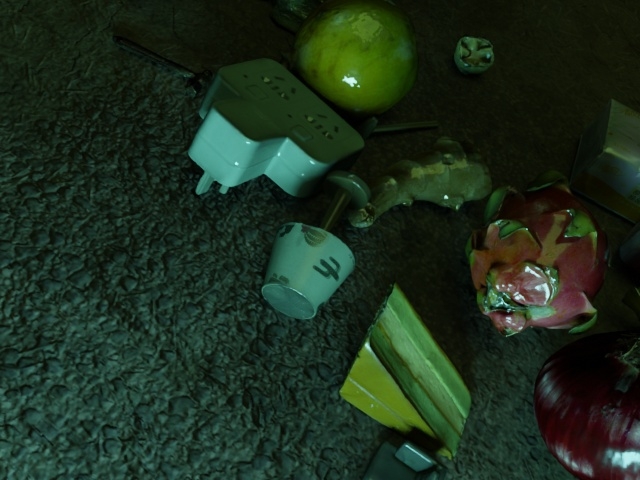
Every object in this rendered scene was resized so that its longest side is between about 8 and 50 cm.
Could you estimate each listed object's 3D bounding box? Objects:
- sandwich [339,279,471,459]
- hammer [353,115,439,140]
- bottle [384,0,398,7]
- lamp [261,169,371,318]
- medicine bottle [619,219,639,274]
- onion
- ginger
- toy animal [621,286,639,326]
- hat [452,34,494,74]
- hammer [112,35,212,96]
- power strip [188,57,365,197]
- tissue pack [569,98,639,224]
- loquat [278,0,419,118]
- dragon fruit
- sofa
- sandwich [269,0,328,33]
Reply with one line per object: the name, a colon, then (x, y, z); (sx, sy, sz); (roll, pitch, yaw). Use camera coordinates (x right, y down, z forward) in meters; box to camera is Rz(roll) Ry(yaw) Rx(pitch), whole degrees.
sandwich: (0.130, 0.169, 0.949); (0.187, 0.144, 0.117); (29, 50, 1)
hammer: (0.146, -0.207, 1.316); (0.195, 0.060, 0.028); (-12, 75, -36)
bottle: (0.054, -0.491, 1.460); (0.270, 0.083, 0.083); (42, 49, 0)
lamp: (0.000, 0.000, 1.036); (0.121, 0.121, 0.214); (29, 60, 1)
medicine bottle: (0.647, 0.050, 1.269); (0.247, 0.147, 0.147); (41, 49, 10)
onion: (0.420, 0.253, 0.987); (0.273, 0.285, 0.273); (-8, 24, 4)
ginger: (0.160, -0.084, 1.211); (0.294, 0.086, 0.131); (-26, 76, -28)
toy animal: (0.548, 0.148, 1.187); (0.155, 0.219, 0.095); (52, 20, -29)
hat: (0.308, -0.373, 1.514); (0.077, 0.059, 0.076); (4, 68, -14)
hammer: (-0.266, -0.295, 1.226); (0.178, 0.021, 0.065); (27, 49, -1)
power strip: (-0.090, -0.150, 1.138); (0.229, 0.141, 0.261); (42, 35, 11)
tissue pack: (0.607, -0.133, 1.409); (0.225, 0.124, 0.185); (29, 47, -1)
loquat: (0.041, -0.310, 1.261); (0.246, 0.213, 0.213); (-10, 56, -8)
dragon fruit: (0.317, 0.026, 1.099); (0.224, 0.224, 0.227); (31, 29, 2)
sofa: (0.085, 0.306, 0.874); (0.085, 0.060, 0.147); (34, 48, 5)
sandwich: (-0.054, -0.476, 1.415); (0.088, 0.090, 0.244); (-10, 58, -33)
